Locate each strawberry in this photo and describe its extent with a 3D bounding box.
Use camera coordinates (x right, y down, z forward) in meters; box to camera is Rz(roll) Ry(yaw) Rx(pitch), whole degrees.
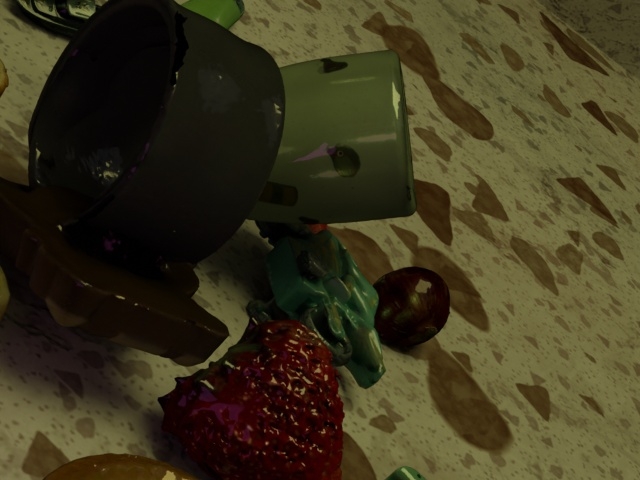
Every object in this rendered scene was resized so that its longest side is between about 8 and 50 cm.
[{"bbox_3d":[-0.055,0.191,1.566,0.201,0.184,0.187,53,31,2],"label":"strawberry"}]

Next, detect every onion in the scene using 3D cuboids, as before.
[{"bbox_3d":[0.126,0.089,2.020,0.117,0.118,0.118,5,44,-55],"label":"onion"}]

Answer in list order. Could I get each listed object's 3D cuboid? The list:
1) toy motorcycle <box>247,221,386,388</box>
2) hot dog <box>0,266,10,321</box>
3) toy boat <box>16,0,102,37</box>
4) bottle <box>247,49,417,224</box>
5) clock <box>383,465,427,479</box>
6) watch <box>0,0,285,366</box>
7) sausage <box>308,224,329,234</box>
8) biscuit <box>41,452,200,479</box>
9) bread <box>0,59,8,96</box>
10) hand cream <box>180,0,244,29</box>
[{"bbox_3d":[0.001,0.070,1.905,0.198,0.109,0.296,33,24,-36],"label":"toy motorcycle"},{"bbox_3d":[-0.400,0.000,1.494,0.242,0.084,0.073,46,24,10],"label":"hot dog"},{"bbox_3d":[-0.361,-0.318,2.044,0.141,0.060,0.055,14,61,-34],"label":"toy boat"},{"bbox_3d":[-0.064,-0.123,1.822,0.352,0.229,0.229,-5,33,5],"label":"bottle"},{"bbox_3d":[0.098,0.345,1.652,0.148,0.060,0.188,46,28,9],"label":"clock"},{"bbox_3d":[-0.178,-0.085,1.570,0.314,0.327,0.335,23,11,-35],"label":"watch"},{"bbox_3d":[0.000,0.000,2.065,0.034,0.034,0.129,22,34,-34],"label":"sausage"},{"bbox_3d":[-0.147,0.317,1.338,0.296,0.102,0.296,29,31,-20],"label":"biscuit"},{"bbox_3d":[-0.444,-0.213,1.759,0.149,0.073,0.122,44,29,5],"label":"bread"},{"bbox_3d":[-0.176,-0.365,2.368,0.095,0.046,0.175,41,33,-3],"label":"hand cream"}]
